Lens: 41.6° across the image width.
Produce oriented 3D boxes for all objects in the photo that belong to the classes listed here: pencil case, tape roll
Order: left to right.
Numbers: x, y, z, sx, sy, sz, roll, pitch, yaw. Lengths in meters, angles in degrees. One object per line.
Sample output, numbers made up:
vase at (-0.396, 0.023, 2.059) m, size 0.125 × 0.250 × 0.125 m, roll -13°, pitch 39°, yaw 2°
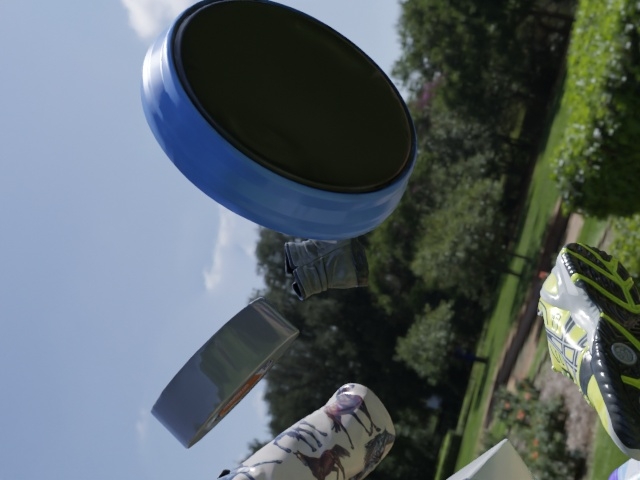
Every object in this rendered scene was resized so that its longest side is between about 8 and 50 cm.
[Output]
tape roll at (-0.128, 0.179, 1.152) m, size 0.219 × 0.072 × 0.219 m, roll -45°, pitch -8°, yaw -8°
pencil case at (-0.041, 0.420, 1.566) m, size 0.410 × 0.183 × 0.160 m, roll -28°, pitch -42°, yaw -38°

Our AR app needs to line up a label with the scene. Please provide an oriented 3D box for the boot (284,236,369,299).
boot at (0.000, 0.000, 1.736) m, size 0.083 × 0.161 × 0.247 m, roll 94°, pitch 166°, yaw -57°

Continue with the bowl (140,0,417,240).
bowl at (-0.042, -0.178, 1.124) m, size 0.077 × 0.391 × 0.391 m, roll -53°, pitch 8°, yaw 41°

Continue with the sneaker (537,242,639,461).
sneaker at (0.422, 0.174, 1.245) m, size 0.385 × 0.145 × 0.147 m, roll -89°, pitch 17°, yaw -52°

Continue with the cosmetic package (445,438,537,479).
cosmetic package at (0.191, 0.412, 1.036) m, size 0.156 × 0.217 × 0.385 m, roll -41°, pitch -17°, yaw 21°

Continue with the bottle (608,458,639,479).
bottle at (0.660, 0.411, 1.555) m, size 0.283 × 0.092 × 0.118 m, roll -49°, pitch 8°, yaw 29°
